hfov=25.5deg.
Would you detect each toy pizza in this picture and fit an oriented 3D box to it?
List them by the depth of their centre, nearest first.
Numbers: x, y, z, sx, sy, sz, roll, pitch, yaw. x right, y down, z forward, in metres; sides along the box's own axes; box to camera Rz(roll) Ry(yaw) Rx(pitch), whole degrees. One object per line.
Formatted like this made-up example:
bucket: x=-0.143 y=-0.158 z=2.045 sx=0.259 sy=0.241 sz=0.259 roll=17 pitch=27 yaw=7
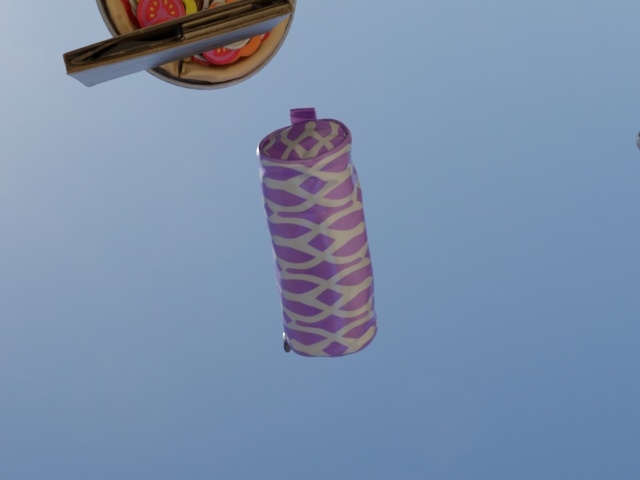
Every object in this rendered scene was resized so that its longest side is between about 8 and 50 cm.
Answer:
toy pizza: x=-0.101 y=-0.230 z=1.217 sx=0.201 sy=0.201 sz=0.032 roll=11 pitch=173 yaw=-32

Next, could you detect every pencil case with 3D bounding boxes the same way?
pencil case: x=0.000 y=0.000 z=1.185 sx=0.086 sy=0.206 sz=0.088 roll=-1 pitch=-150 yaw=10

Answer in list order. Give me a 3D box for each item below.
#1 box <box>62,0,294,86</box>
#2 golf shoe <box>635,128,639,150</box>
box: x=-0.110 y=-0.151 z=1.078 sx=0.201 sy=0.165 sz=0.021 roll=-144 pitch=37 yaw=-82
golf shoe: x=0.151 y=-0.048 z=0.512 sx=0.176 sy=0.086 sz=0.069 roll=22 pitch=-129 yaw=-56
